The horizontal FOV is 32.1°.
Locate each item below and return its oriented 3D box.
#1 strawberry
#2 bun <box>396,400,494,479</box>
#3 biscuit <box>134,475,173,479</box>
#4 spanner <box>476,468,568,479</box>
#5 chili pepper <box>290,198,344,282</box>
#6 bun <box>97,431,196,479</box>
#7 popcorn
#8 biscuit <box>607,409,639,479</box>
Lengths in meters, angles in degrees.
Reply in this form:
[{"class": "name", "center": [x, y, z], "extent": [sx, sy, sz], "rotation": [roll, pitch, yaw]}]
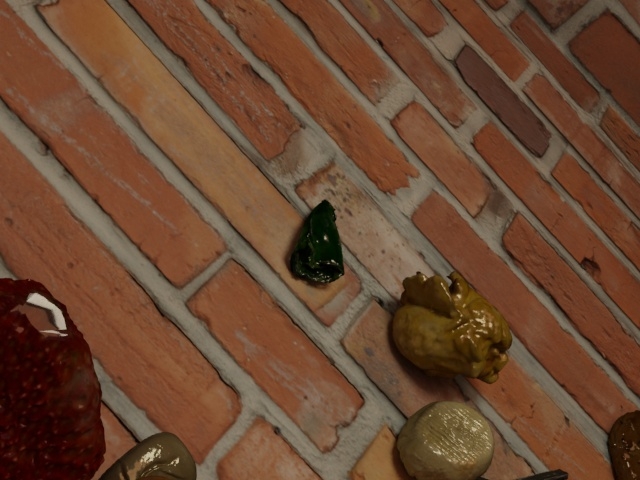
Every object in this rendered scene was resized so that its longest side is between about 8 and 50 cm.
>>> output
[{"class": "strawberry", "center": [-0.392, 0.182, 1.313], "extent": [0.312, 0.351, 0.267], "rotation": [30, 32, -14]}, {"class": "bun", "center": [0.220, 0.370, 1.976], "extent": [0.164, 0.111, 0.188], "rotation": [36, 38, 11]}, {"class": "biscuit", "center": [-0.221, 0.465, 1.325], "extent": [0.351, 0.057, 0.312], "rotation": [41, 74, 18]}, {"class": "spanner", "center": [0.381, 0.458, 2.100], "extent": [0.093, 0.026, 0.325], "rotation": [19, 9, 39]}, {"class": "chili pepper", "center": [0.002, -0.001, 2.116], "extent": [0.108, 0.062, 0.216], "rotation": [42, 36, -20]}, {"class": "bun", "center": [-0.234, 0.345, 1.485], "extent": [0.113, 0.166, 0.173], "rotation": [44, 65, 10]}, {"class": "popcorn", "center": [0.245, 0.172, 2.121], "extent": [0.253, 0.190, 0.191], "rotation": [47, 5, 15]}, {"class": "biscuit", "center": [0.736, 0.500, 2.404], "extent": [0.296, 0.075, 0.296], "rotation": [26, 43, -27]}]
